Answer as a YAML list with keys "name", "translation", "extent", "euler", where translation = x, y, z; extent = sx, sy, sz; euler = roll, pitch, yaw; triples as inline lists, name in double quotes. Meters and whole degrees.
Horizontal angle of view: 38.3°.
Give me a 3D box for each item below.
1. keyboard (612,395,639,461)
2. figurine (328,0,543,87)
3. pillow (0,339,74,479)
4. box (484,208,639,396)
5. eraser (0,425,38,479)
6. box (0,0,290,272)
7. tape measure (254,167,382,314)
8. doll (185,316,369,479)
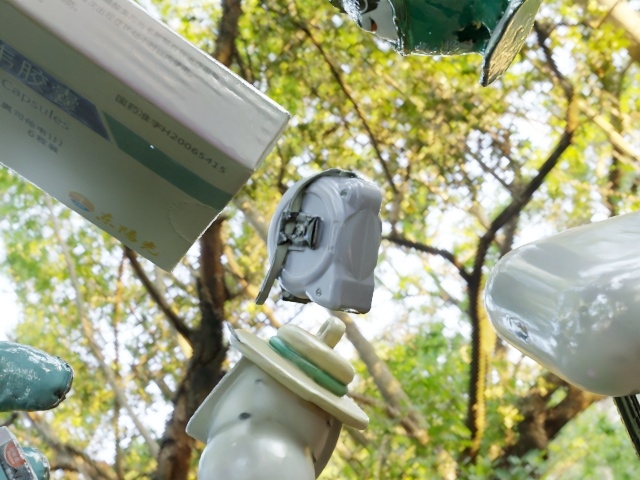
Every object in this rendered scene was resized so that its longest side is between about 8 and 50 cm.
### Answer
- name: "keyboard"
  translation: [0.380, 0.246, 1.073]
  extent: [0.016, 0.262, 0.106]
  euler: [-24, -5, 24]
- name: "figurine"
  translation: [0.166, -0.404, 1.455]
  extent: [0.231, 0.340, 0.323]
  euler: [-55, -13, -10]
- name: "pillow"
  translation: [-0.403, 0.222, 1.059]
  extent: [0.214, 0.233, 0.086]
  euler: [-1, -36, 4]
- name: "box"
  translation: [0.373, 0.051, 1.001]
  extent: [0.349, 0.141, 0.289]
  euler: [-15, 11, -10]
- name: "eraser"
  translation: [-0.314, 0.239, 0.955]
  extent: [0.027, 0.099, 0.019]
  euler: [-34, -23, -5]
- name: "box"
  translation: [-0.208, -0.124, 0.654]
  extent: [0.200, 0.343, 0.065]
  euler: [-41, 17, 56]
- name: "tape measure"
  translation: [-0.003, 0.003, 1.253]
  extent: [0.105, 0.178, 0.196]
  euler: [11, -100, -40]
- name: "doll"
  translation: [-0.084, 0.189, 0.772]
  extent: [0.271, 0.144, 0.208]
  euler: [-44, 13, 41]
